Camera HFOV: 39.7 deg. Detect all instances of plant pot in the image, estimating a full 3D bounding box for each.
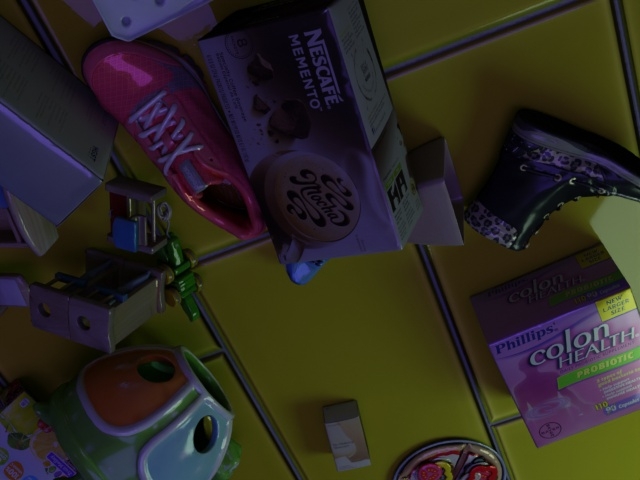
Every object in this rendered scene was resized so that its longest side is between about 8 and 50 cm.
[{"bbox_3d":[0.132,-0.057,1.179,0.096,0.109,0.109,-11,124,17],"label":"plant pot"}]

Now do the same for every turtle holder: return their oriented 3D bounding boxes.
[{"bbox_3d":[-0.233,0.294,1.286,0.227,0.243,0.320,-37,111,-2],"label":"turtle holder"}]

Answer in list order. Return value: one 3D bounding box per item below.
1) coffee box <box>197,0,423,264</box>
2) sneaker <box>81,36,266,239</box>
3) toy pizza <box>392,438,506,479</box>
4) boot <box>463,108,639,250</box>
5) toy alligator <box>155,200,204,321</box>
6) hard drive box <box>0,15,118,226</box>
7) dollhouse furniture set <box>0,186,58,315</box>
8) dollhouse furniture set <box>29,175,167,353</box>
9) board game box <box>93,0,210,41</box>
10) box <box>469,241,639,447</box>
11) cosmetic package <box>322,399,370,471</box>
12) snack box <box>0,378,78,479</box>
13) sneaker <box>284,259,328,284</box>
[{"bbox_3d":[-0.004,-0.133,1.049,0.168,0.119,0.297,-7,117,25],"label":"coffee box"},{"bbox_3d":[-0.160,-0.121,1.083,0.116,0.136,0.314,-37,119,16],"label":"sneaker"},{"bbox_3d":[0.225,0.424,1.535,0.201,0.032,0.201,-3,123,-4],"label":"toy pizza"},{"bbox_3d":[0.328,-0.060,1.205,0.236,0.085,0.178,22,120,-11],"label":"boot"},{"bbox_3d":[-0.209,0.027,1.230,0.051,0.056,0.189,12,125,40],"label":"toy alligator"},{"bbox_3d":[-0.354,-0.154,1.017,0.089,0.181,0.232,-40,117,19],"label":"hard drive box"},{"bbox_3d":[-0.473,0.064,1.045,0.198,0.303,0.286,0,125,18],"label":"dollhouse furniture set"},{"bbox_3d":[-0.289,0.022,1.148,0.129,0.129,0.183,15,117,19],"label":"dollhouse furniture set"},{"bbox_3d":[-0.119,-0.454,0.867,0.390,0.050,0.390,-29,123,-6],"label":"board game box"},{"bbox_3d":[0.374,0.162,1.330,0.214,0.117,0.243,-23,121,9],"label":"box"},{"bbox_3d":[0.043,0.319,1.444,0.060,0.041,0.115,-13,123,3],"label":"cosmetic package"},{"bbox_3d":[-0.473,0.344,1.331,0.207,0.070,0.174,-44,117,-14],"label":"snack box"},{"bbox_3d":[0.000,0.000,1.214,0.063,0.073,0.162,22,118,-19],"label":"sneaker"}]
